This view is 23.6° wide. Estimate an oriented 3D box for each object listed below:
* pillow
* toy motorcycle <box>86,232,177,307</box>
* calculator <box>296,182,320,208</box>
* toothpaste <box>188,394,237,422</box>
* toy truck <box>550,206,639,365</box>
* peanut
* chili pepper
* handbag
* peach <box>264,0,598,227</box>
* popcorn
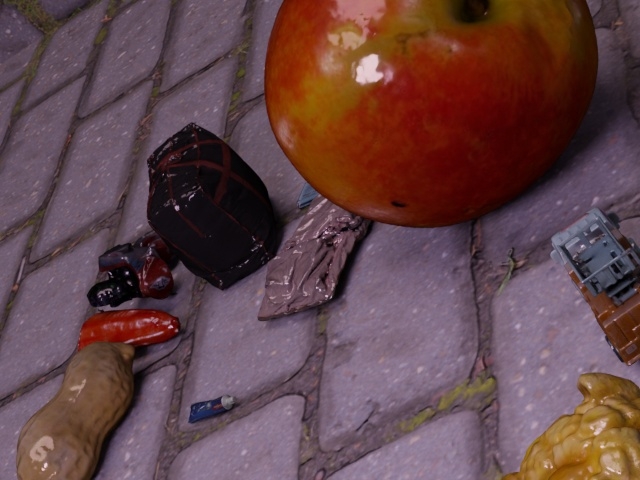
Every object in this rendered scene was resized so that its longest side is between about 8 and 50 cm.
[{"bbox_3d":[0.000,0.000,1.951,0.135,0.049,0.248,-23,27,40],"label":"pillow"},{"bbox_3d":[-0.250,0.035,2.179,0.122,0.082,0.213,-8,20,16],"label":"toy motorcycle"},{"bbox_3d":[0.038,-0.087,2.074,0.172,0.018,0.057,-22,29,36],"label":"calculator"},{"bbox_3d":[-0.131,0.200,1.842,0.083,0.019,0.027,-23,48,40],"label":"toothpaste"},{"bbox_3d":[0.273,0.028,1.460,0.080,0.115,0.178,-36,24,8],"label":"toy truck"},{"bbox_3d":[-0.309,0.223,1.948,0.117,0.101,0.263,3,45,28],"label":"peanut"},{"bbox_3d":[-0.250,0.124,2.079,0.169,0.065,0.088,-13,37,38],"label":"chili pepper"},{"bbox_3d":[-0.157,-0.050,2.100,0.155,0.169,0.215,-35,27,11],"label":"handbag"},{"bbox_3d":[0.115,-0.187,1.750,0.388,0.388,0.388,-31,27,18],"label":"peach"},{"bbox_3d":[0.236,0.199,1.222,0.163,0.140,0.194,-54,17,-9],"label":"popcorn"}]
